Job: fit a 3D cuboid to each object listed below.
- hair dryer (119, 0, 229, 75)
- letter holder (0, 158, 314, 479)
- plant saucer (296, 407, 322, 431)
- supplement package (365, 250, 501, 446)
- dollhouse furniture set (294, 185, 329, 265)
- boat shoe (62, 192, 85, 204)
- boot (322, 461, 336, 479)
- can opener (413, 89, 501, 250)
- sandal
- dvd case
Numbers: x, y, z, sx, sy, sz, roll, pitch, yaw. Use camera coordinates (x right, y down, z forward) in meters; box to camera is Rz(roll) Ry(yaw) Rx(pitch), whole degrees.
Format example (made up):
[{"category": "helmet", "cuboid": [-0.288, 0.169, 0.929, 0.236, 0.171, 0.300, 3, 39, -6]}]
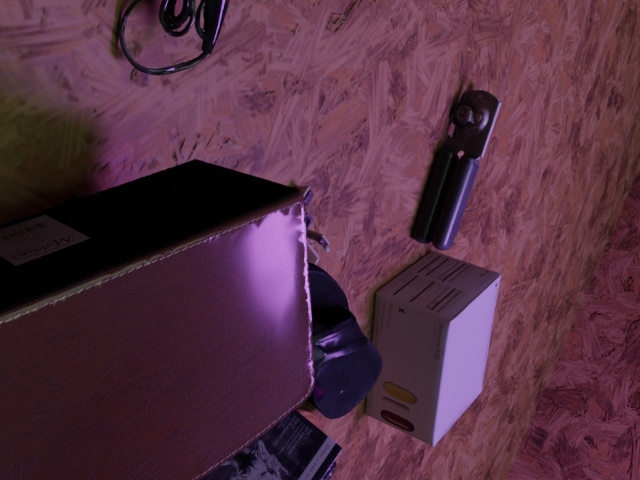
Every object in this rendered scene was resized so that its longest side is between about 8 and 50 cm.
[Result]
[{"category": "hair dryer", "cuboid": [-0.088, -0.305, 0.689, 0.293, 0.080, 0.223, -36, 143, -12]}, {"category": "letter holder", "cuboid": [-0.163, 0.087, 0.630, 0.302, 0.152, 0.214, -25, 121, -38]}, {"category": "plant saucer", "cuboid": [-0.051, 0.355, 1.189, 0.200, 0.037, 0.200, -35, 136, -44]}, {"category": "supplement package", "cuboid": [0.200, 0.187, 1.392, 0.204, 0.145, 0.262, -31, 131, -48]}, {"category": "dollhouse furniture set", "cuboid": [0.000, 0.000, 1.020, 0.091, 0.081, 0.114, -61, 149, -16]}, {"category": "boat shoe", "cuboid": [-0.231, 0.049, 0.704, 0.083, 0.065, 0.183, 31, 81, -47]}, {"category": "boot", "cuboid": [-0.033, 0.369, 0.909, 0.260, 0.348, 0.131, -53, 169, -38]}, {"category": "can opener", "cuboid": [0.245, -0.122, 1.356, 0.095, 0.076, 0.283, 9, 101, -59]}, {"category": "sandal", "cuboid": [0.010, 0.157, 1.072, 0.167, 0.107, 0.446, -50, 148, -4]}, {"category": "dvd case", "cuboid": [-0.106, 0.228, 0.874, 0.164, 0.221, 0.018, -50, 178, -31]}]
